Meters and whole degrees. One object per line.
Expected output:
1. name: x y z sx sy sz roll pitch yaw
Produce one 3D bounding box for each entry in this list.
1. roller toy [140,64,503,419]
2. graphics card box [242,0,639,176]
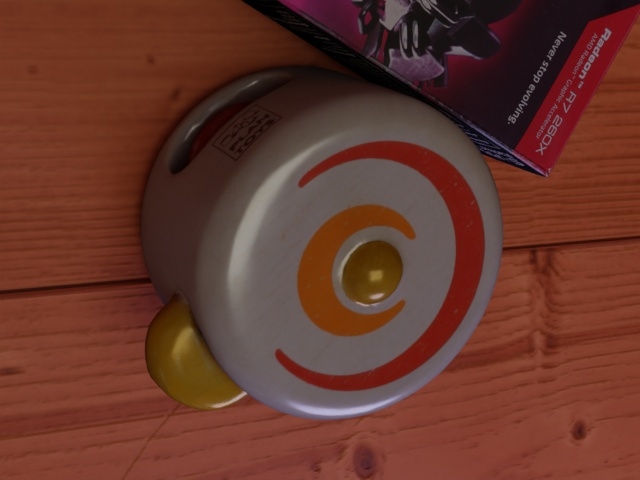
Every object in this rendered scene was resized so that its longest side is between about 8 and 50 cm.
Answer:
1. roller toy: 0.000 0.000 0.636 0.209 0.146 0.191 1 106 -27
2. graphics card box: 0.044 -0.218 0.616 0.371 0.094 0.233 28 93 -31
